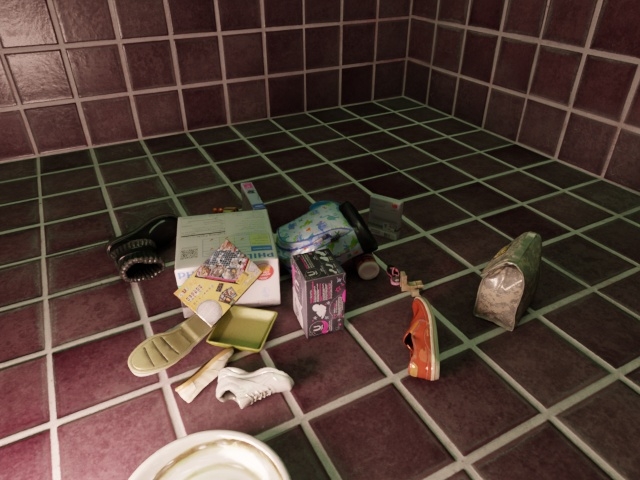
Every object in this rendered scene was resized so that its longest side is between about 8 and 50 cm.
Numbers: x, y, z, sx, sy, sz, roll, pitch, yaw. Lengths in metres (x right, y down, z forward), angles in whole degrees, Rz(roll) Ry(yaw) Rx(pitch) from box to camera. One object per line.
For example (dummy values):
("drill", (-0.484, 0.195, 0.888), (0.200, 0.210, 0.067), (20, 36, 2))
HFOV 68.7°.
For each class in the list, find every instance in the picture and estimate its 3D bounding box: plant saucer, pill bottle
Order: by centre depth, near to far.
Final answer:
("plant saucer", (-0.252, 0.619, 1.036), (0.402, 0.100, 0.400), (-1, 33, 1))
("plant saucer", (-0.257, 0.304, 1.576), (0.189, 0.045, 0.188), (7, 33, 11))
("pill bottle", (0.175, 0.082, 1.879), (0.086, 0.085, 0.152), (-6, 34, -9))

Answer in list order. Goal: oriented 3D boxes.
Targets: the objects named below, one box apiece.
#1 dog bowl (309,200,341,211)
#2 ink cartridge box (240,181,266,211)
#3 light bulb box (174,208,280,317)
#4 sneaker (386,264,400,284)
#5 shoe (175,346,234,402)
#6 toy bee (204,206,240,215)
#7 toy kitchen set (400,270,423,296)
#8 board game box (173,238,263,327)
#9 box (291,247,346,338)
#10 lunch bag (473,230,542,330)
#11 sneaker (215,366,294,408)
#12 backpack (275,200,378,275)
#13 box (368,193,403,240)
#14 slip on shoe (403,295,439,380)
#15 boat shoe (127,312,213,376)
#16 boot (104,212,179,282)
("dog bowl", (0.004, -0.084, 2.151), (0.166, 0.073, 0.297), (12, 35, 18))
("ink cartridge box", (-0.293, -0.113, 2.093), (0.065, 0.185, 0.311), (-9, 34, -16))
("light bulb box", (-0.350, 0.073, 1.769), (0.359, 0.225, 0.361), (-6, 35, -10))
("sneaker", (0.290, 0.123, 1.843), (0.047, 0.057, 0.119), (-7, 32, -6))
("shoe", (-0.339, 0.403, 1.420), (0.058, 0.077, 0.219), (53, 46, 1))
("toy bee", (-0.418, -0.088, 2.075), (0.196, 0.162, 0.298), (-9, 32, -9))
("toy kitchen set", (0.348, 0.162, 1.763), (0.084, 0.075, 0.068), (-6, 34, -2))
("board game box", (-0.329, 0.138, 1.528), (0.165, 0.042, 0.243), (42, 76, 1))
("box", (-0.011, 0.177, 1.584), (0.142, 0.247, 0.163), (-11, 34, -18))
("lunch bag", (0.663, 0.125, 1.627), (0.169, 0.286, 0.235), (23, 41, 31))
("sneaker", (-0.192, 0.434, 1.351), (0.233, 0.090, 0.115), (-4, 39, 10))
("backpack", (0.000, 0.000, 1.852), (0.356, 0.273, 0.290), (-36, 34, 11))
("box", (0.286, -0.103, 2.073), (0.145, 0.186, 0.038), (18, 37, 27))
("slip on shoe", (0.319, 0.304, 1.515), (0.102, 0.122, 0.331), (0, 37, 7))
("boat shoe", (-0.465, 0.334, 1.476), (0.302, 0.103, 0.113), (-29, 76, -43))
("boot", (-0.684, 0.030, 1.920), (0.348, 0.131, 0.260), (-34, 38, -26))
